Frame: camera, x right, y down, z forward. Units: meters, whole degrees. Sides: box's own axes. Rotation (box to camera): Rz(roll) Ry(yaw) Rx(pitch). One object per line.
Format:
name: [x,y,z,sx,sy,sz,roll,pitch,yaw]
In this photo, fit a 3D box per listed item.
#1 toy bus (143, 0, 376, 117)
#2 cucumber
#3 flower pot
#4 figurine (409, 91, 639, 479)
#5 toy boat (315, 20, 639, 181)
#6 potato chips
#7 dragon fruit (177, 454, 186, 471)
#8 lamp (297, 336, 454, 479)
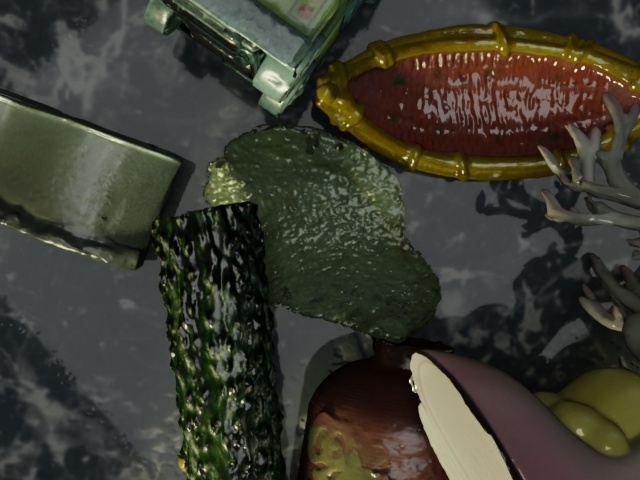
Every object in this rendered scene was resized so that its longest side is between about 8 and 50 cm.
toy bus: [-0.033,-0.213,0.763,0.152,0.312,0.190,35,91,-3]
cucumber: [-0.074,0.152,0.831,0.096,0.096,0.359,-7,88,-2]
flower pot: [-0.241,-0.061,0.868,0.229,0.103,0.108,19,93,-3]
figurine: [0.214,0.061,0.750,0.316,0.284,0.206,-24,131,-17]
toy boat: [0.152,-0.121,0.884,0.318,0.099,0.141,0,96,-5]
potato chips: [0.000,-0.001,0.872,0.167,0.059,0.228,-30,78,6]
dragon fruit: [-0.094,0.181,0.906,0.056,0.060,0.083,20,94,-6]
lamp: [0.060,0.208,0.862,0.180,0.180,0.258,9,92,-2]
